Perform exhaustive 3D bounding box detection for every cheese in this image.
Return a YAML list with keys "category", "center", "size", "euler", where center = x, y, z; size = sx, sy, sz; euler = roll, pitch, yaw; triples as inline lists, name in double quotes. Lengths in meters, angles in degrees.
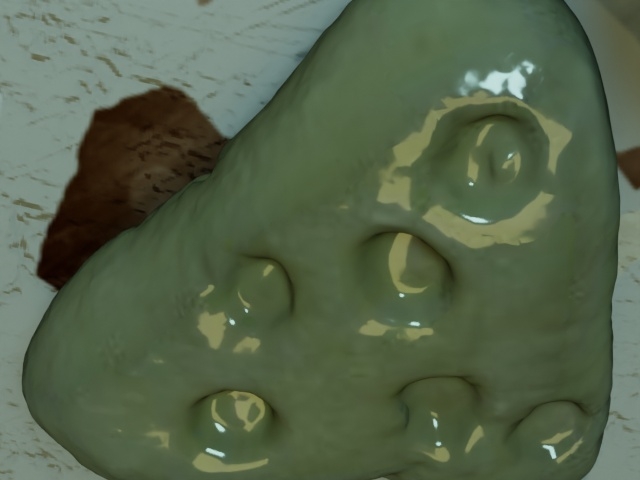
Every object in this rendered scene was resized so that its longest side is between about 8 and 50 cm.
- category: "cheese"
  center: [0.000, 0.000, 0.669]
  size: [0.351, 0.130, 0.328]
  euler: [4, 127, 1]
